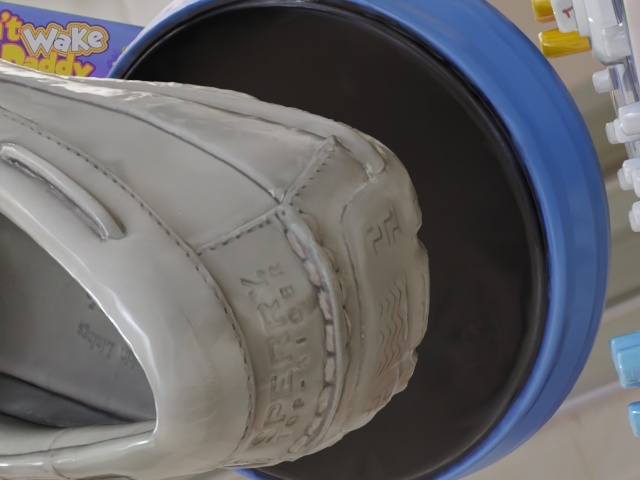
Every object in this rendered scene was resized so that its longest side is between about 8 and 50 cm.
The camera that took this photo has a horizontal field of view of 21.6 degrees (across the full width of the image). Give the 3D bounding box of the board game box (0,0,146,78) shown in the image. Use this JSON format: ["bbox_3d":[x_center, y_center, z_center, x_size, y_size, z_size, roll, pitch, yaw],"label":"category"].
[{"bbox_3d":[-0.272,-0.157,1.626,0.233,0.347,0.078,110,170,-80],"label":"board game box"}]

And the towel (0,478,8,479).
[{"bbox_3d":[-0.286,0.316,1.671,0.040,0.271,0.370,27,-179,10],"label":"towel"}]

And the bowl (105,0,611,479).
[{"bbox_3d":[0.000,0.000,1.145,0.391,0.391,0.077,62,-148,-4],"label":"bowl"}]

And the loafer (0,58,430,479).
[{"bbox_3d":[-0.126,-0.003,0.444,0.111,0.319,0.112,-25,-65,-52],"label":"loafer"}]

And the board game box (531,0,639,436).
[{"bbox_3d":[0.131,-0.149,0.895,0.390,0.050,0.390,67,-167,-45],"label":"board game box"}]
